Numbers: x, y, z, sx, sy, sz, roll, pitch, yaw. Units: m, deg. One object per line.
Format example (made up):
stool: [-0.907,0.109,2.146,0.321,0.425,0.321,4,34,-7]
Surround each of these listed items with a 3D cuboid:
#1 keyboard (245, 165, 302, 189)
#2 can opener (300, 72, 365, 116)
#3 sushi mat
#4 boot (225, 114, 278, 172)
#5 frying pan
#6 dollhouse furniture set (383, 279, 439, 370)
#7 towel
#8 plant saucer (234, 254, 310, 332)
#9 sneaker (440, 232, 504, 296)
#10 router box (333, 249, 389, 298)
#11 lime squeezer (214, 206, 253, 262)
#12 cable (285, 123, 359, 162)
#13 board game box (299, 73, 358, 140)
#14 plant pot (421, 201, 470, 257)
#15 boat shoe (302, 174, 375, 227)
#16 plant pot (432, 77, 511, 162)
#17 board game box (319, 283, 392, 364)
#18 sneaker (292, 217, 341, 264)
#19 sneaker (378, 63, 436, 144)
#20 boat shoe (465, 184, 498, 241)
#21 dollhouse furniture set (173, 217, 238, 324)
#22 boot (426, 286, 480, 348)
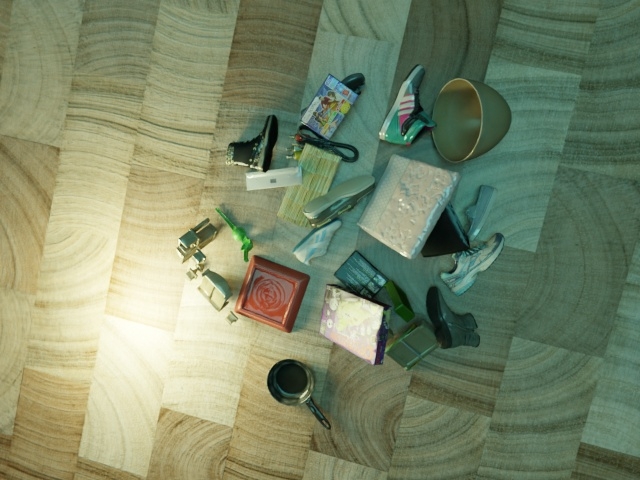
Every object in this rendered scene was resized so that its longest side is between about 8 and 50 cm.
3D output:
keyboard: [-0.187,-0.246,1.754,0.256,0.014,0.072,-3,99,25]
can opener: [0.046,-0.550,1.702,0.280,0.093,0.074,-31,52,12]
sushi mat: [-0.046,-0.209,1.736,0.151,0.019,0.316,22,105,-5]
boot: [-0.272,-0.392,1.757,0.179,0.085,0.236,9,83,18]
frying pan: [-0.063,0.602,1.800,0.326,0.053,0.197,26,96,4]
dollhouse furniture set: [0.307,0.336,1.725,0.197,0.151,0.301,-40,117,14]
towel: [0.307,-0.136,1.613,0.317,0.053,0.331,34,99,46]
plant saucer: [-0.204,0.221,1.800,0.259,0.048,0.258,20,96,5]
sneaker: [0.566,0.071,1.657,0.122,0.110,0.283,41,97,7]
router box: [0.160,0.145,1.746,0.179,0.046,0.133,43,97,3]
lime squeezer: [-0.335,-0.010,1.783,0.059,0.110,0.310,-51,55,23]
cable: [0.009,-0.375,1.749,0.287,0.072,0.139,6,77,-5]
board game box: [0.031,-0.497,1.659,0.136,0.035,0.201,34,112,-8]
plant pot: [0.434,-0.033,1.638,0.167,0.188,0.187,-26,90,18]
boat shoe: [0.081,-0.152,1.715,0.305,0.109,0.091,-29,125,-5]
plant pot: [0.555,-0.424,1.571,0.191,0.284,0.284,-7,92,-19]
board game box: [0.118,0.298,1.639,0.056,0.347,0.208,1,97,-34]
sneaker: [0.000,0.000,1.748,0.229,0.087,0.092,-41,103,9]
sneaker: [0.358,-0.480,1.638,0.178,0.124,0.295,29,104,14]
boat shoe: [0.582,-0.104,1.651,0.081,0.079,0.227,24,78,15]
dollhouse furniture set: [-0.383,0.120,1.734,0.355,0.303,0.174,46,60,2]
boot: [0.506,0.294,1.693,0.161,0.083,0.246,-2,67,-19]
